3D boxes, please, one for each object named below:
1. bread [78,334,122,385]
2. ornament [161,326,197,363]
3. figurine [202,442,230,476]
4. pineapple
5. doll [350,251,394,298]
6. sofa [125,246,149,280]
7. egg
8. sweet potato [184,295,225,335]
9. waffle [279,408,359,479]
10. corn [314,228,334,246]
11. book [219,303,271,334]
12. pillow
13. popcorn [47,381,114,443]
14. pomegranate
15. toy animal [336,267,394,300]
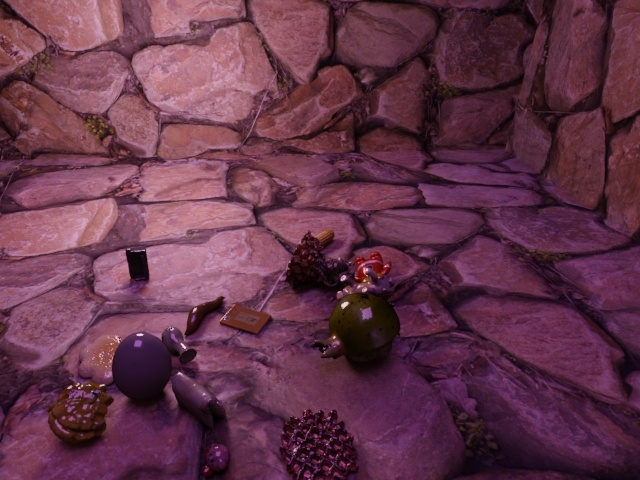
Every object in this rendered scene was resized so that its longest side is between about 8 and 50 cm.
[{"bbox_3d":[-0.728,0.415,1.513,0.250,0.039,0.182,17,34,23],"label":"bread"},{"bbox_3d":[-0.515,0.373,1.567,0.156,0.081,0.074,31,8,34],"label":"ornament"},{"bbox_3d":[-0.285,0.600,1.210,0.067,0.071,0.083,32,20,-40],"label":"figurine"},{"bbox_3d":[0.020,0.122,1.897,0.271,0.263,0.262,23,35,11],"label":"pineapple"},{"bbox_3d":[0.225,0.165,1.911,0.199,0.106,0.336,-17,30,9],"label":"doll"},{"bbox_3d":[-0.801,0.105,1.912,0.085,0.147,0.060,-5,28,-16],"label":"sofa"},{"bbox_3d":[-0.563,0.391,1.378,0.176,0.232,0.176,0,26,0],"label":"egg"},{"bbox_3d":[-0.470,0.279,1.737,0.069,0.059,0.249,31,34,8],"label":"sweet potato"},{"bbox_3d":[-0.008,0.591,1.258,0.221,0.056,0.234,-8,38,-19],"label":"waffle"},{"bbox_3d":[0.000,0.000,2.208,0.067,0.068,0.206,23,37,30],"label":"corn"},{"bbox_3d":[-0.297,0.312,1.733,0.172,0.012,0.118,13,33,18],"label":"book"},{"bbox_3d":[-0.382,0.483,1.342,0.181,0.134,0.078,21,48,29],"label":"pillow"},{"bbox_3d":[-0.695,0.498,1.277,0.173,0.142,0.174,-1,36,1],"label":"popcorn"},{"bbox_3d":[0.125,0.318,1.543,0.340,0.261,0.260,-21,38,-28],"label":"pomegranate"},{"bbox_3d":[0.154,0.203,1.726,0.168,0.233,0.121,31,49,-31],"label":"toy animal"}]
